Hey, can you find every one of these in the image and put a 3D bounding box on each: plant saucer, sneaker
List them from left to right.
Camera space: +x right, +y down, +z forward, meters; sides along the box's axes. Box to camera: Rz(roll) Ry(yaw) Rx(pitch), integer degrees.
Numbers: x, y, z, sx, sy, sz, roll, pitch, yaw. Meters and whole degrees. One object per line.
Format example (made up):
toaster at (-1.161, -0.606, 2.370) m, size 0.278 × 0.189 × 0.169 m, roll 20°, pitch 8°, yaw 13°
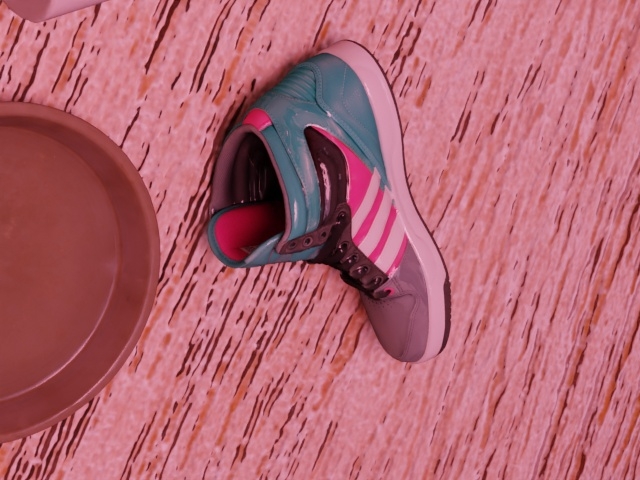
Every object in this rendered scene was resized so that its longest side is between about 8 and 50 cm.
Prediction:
plant saucer at (-0.255, 0.025, 1.263) m, size 0.278 × 0.041 × 0.278 m, roll -12°, pitch 113°, yaw -30°
sneaker at (0.000, 0.000, 1.368) m, size 0.178 × 0.124 × 0.295 m, roll -29°, pitch 112°, yaw -28°

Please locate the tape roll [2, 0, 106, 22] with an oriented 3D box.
tape roll at (-0.182, -0.288, 1.050) m, size 0.100 × 0.286 × 0.286 m, roll -21°, pitch 116°, yaw -23°
